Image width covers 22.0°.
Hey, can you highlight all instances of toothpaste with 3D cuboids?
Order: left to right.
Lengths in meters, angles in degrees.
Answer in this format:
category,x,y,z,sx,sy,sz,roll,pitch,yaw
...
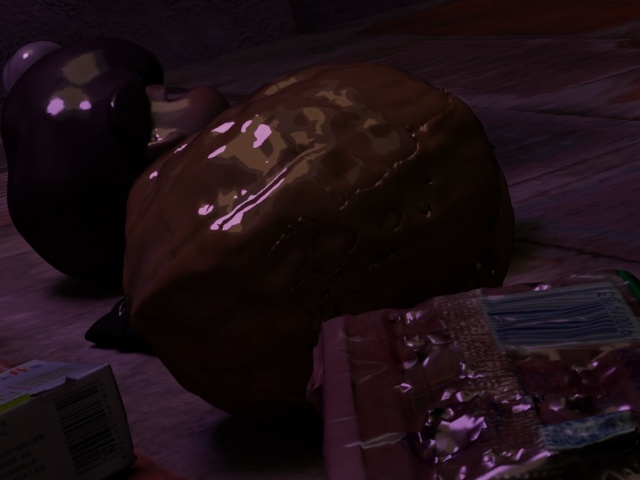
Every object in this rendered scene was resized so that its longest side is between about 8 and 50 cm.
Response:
category,x,y,z,sx,sy,sz,roll,pitch,yaw
toothpaste,-0.250,0.148,0.834,0.336,0.067,0.081,-23,13,-40

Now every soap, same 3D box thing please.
category,x,y,z,sx,sy,sz,roll,pitch,yaw
soap,0.086,0.088,0.688,0.217,0.098,0.273,-12,13,2

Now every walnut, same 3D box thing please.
category,x,y,z,sx,sy,sz,roll,pitch,yaw
walnut,0.000,0.000,0.938,0.245,0.198,0.198,-33,19,-20

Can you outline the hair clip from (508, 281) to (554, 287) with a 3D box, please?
category,x,y,z,sx,sy,sz,roll,pitch,yaw
hair clip,0.106,0.057,0.908,0.229,0.066,0.036,-19,41,-40

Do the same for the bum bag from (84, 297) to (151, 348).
category,x,y,z,sx,sy,sz,roll,pitch,yaw
bum bag,-0.120,0.057,1.168,0.058,0.034,0.124,-39,25,-33

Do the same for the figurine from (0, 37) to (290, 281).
category,x,y,z,sx,sy,sz,roll,pitch,yaw
figurine,-0.096,-0.085,1.369,0.364,0.206,0.218,-10,12,11

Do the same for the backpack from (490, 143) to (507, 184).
category,x,y,z,sx,sy,sz,roll,pitch,yaw
backpack,0.080,-0.034,1.202,0.120,0.106,0.165,-8,9,0
